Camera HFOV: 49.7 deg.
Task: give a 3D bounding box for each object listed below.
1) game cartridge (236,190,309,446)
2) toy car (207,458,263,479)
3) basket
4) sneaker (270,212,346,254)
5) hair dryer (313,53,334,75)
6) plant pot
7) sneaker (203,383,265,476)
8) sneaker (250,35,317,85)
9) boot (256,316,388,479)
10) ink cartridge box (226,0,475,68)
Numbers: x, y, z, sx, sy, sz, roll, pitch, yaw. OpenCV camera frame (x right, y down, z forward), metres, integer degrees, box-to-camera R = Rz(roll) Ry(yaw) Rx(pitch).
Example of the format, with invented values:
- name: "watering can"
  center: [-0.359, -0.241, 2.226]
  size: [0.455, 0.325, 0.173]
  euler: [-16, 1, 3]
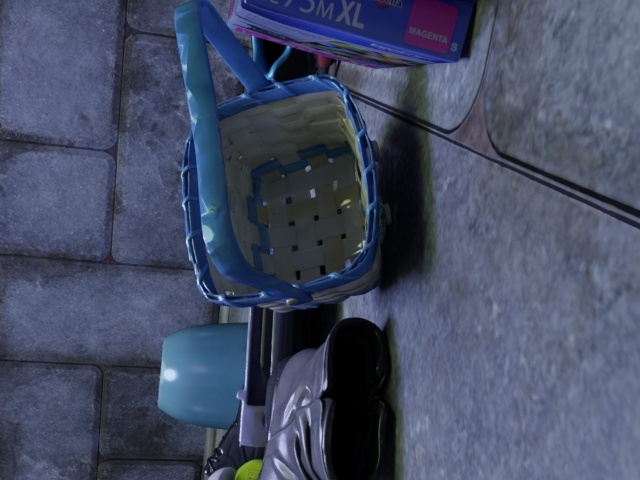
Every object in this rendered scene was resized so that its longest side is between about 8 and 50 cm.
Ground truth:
- name: "game cartridge"
  center: [-0.061, 0.117, 1.012]
  size: [0.230, 0.068, 0.355]
  euler: [74, -163, -73]
- name: "toy car"
  center: [-0.084, 0.419, 1.026]
  size: [0.136, 0.159, 0.182]
  euler: [31, -122, -62]
- name: "basket"
  center: [-0.047, -0.060, 0.669]
  size: [0.289, 0.201, 0.254]
  euler: [33, -136, -62]
- name: "sneaker"
  center: [0.000, 0.000, 0.921]
  size: [0.232, 0.090, 0.081]
  euler: [-6, -79, -80]
- name: "hair dryer"
  center: [0.026, -0.335, 0.997]
  size: [0.293, 0.080, 0.223]
  euler: [-109, 11, -76]
- name: "plant pot"
  center: [-0.306, 0.354, 1.835]
  size: [0.293, 0.235, 0.293]
  euler: [-174, 90, -78]
- name: "sneaker"
  center: [-0.166, 0.426, 1.385]
  size: [0.109, 0.130, 0.286]
  euler: [120, 154, -68]
- name: "sneaker"
  center: [-0.053, -0.423, 1.143]
  size: [0.140, 0.125, 0.340]
  euler: [-33, -54, -64]
- name: "boot"
  center: [-0.003, 0.263, 0.729]
  size: [0.223, 0.118, 0.338]
  euler: [135, 134, -64]
- name: "ink cartridge box"
  center: [0.015, -0.210, 0.640]
  size: [0.311, 0.186, 0.065]
  euler: [-137, 60, -75]
